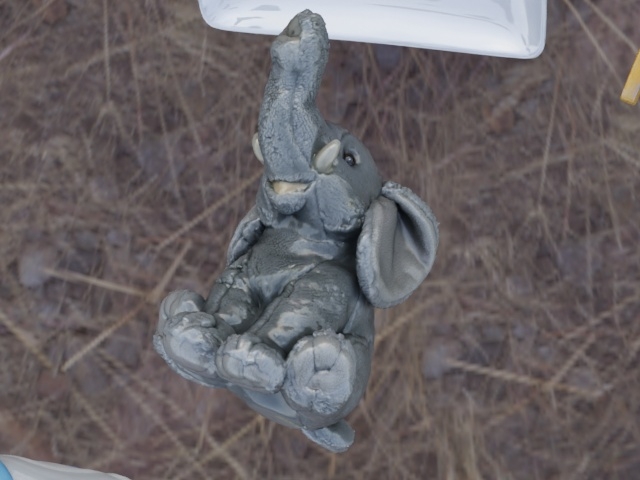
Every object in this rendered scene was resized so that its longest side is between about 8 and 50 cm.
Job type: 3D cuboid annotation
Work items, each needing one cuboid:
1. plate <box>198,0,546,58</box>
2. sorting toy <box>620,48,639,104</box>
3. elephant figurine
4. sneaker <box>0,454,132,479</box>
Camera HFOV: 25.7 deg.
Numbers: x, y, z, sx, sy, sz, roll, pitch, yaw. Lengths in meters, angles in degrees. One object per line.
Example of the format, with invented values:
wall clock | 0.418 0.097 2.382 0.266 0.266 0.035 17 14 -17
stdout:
plate | 0.034 -0.275 1.020 0.278 0.045 0.277 7 127 15
sorting toy | 0.304 -0.253 1.009 0.047 0.196 0.347 23 111 11
elephant figurine | 0.000 0.000 0.966 0.169 0.239 0.186 24 164 -5
sneaker | -0.113 0.116 0.486 0.083 0.071 0.191 3 161 -28
